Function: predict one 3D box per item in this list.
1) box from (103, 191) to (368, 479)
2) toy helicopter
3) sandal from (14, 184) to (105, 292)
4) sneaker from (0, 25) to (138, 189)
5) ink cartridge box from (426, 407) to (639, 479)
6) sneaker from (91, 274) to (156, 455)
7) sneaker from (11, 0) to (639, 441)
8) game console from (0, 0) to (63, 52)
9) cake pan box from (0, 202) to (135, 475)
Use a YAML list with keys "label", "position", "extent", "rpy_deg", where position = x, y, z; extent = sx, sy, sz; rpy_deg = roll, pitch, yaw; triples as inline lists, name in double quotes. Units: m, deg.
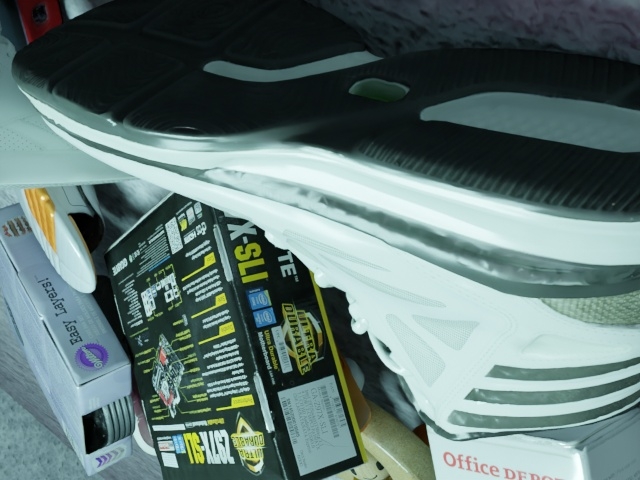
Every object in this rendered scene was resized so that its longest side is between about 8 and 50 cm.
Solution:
- label: "box"
  position: [-0.099, 0.092, 0.786]
  extent: [0.322, 0.079, 0.257]
  rpy_deg: [-28, 79, 60]
- label: "toy helicopter"
  position: [-0.012, 0.163, 0.862]
  extent: [0.355, 0.140, 0.235]
  rpy_deg: [31, 155, 32]
- label: "sandal"
  position: [-0.290, -0.068, 0.926]
  extent: [0.265, 0.076, 0.102]
  rpy_deg: [55, 149, 17]
- label: "sneaker"
  position: [-0.226, -0.121, 0.630]
  extent: [0.108, 0.293, 0.169]
  rpy_deg: [-4, 90, 37]
- label: "ink cartridge box"
  position: [0.183, 0.239, 0.680]
  extent: [0.159, 0.092, 0.217]
  rpy_deg: [-4, 100, 52]
- label: "sneaker"
  position: [-0.199, 0.159, 1.136]
  extent: [0.163, 0.106, 0.281]
  rpy_deg: [-10, 117, 23]
- label: "sneaker"
  position: [0.000, 0.001, 0.542]
  extent: [0.448, 0.169, 0.257]
  rpy_deg: [19, 137, 28]
- label: "game console"
  position: [-0.351, -0.320, 0.642]
  extent: [0.342, 0.060, 0.386]
  rpy_deg: [32, 150, 13]
- label: "cake pan box"
  position: [-0.305, 0.122, 1.013]
  extent: [0.267, 0.070, 0.245]
  rpy_deg: [52, 152, 27]
